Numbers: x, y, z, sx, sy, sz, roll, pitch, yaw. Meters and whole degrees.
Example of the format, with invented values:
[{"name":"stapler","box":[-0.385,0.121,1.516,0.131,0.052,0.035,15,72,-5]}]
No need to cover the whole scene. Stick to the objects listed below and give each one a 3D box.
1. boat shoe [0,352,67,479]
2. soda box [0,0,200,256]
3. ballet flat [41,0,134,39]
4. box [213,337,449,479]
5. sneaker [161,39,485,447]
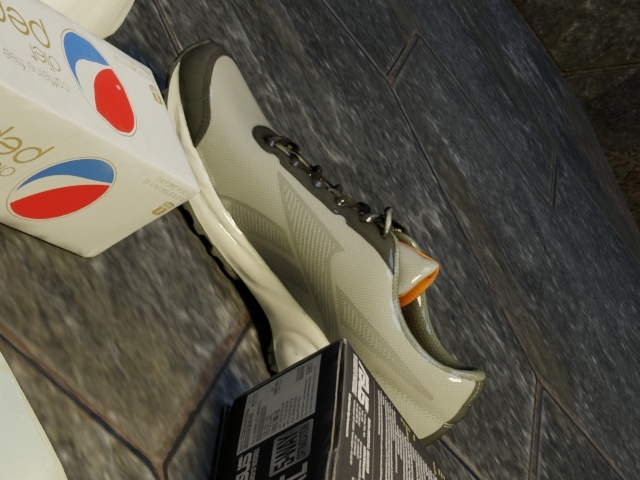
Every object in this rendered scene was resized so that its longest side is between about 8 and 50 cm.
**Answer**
[{"name":"boat shoe","box":[-0.150,0.020,0.547,0.079,0.081,0.227,-22,90,-45]},{"name":"soda box","box":[-0.138,-0.060,0.766,0.216,0.069,0.074,28,35,-62]},{"name":"ballet flat","box":[-0.142,-0.174,0.860,0.139,0.139,0.400,60,14,5]},{"name":"box","box":[0.042,0.215,0.804,0.242,0.076,0.307,54,16,-19]},{"name":"sneaker","box":[0.000,0.000,1.031,0.271,0.108,0.100,60,16,10]}]
